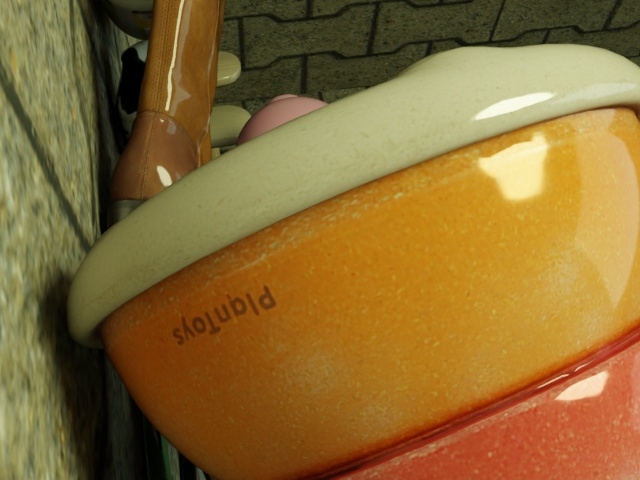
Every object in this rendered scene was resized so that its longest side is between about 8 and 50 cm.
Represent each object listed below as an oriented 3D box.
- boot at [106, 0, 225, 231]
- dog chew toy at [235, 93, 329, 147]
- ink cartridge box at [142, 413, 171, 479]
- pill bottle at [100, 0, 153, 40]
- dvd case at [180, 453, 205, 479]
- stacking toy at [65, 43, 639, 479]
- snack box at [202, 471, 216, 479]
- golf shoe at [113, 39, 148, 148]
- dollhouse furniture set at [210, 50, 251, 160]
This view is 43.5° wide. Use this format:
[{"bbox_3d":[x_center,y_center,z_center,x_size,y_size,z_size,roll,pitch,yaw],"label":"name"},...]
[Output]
[{"bbox_3d":[-0.126,-0.102,0.723,0.264,0.096,0.281,52,42,-79],"label":"boot"},{"bbox_3d":[0.000,0.000,0.807,0.207,0.206,0.332,98,-20,-65],"label":"dog chew toy"},{"bbox_3d":[-0.119,0.248,0.721,0.171,0.056,0.235,92,-10,-58],"label":"ink cartridge box"},{"bbox_3d":[-0.170,-0.257,0.795,0.184,0.103,0.103,-172,-105,-83],"label":"pill bottle"},{"bbox_3d":[-0.151,0.379,1.007,0.253,0.022,0.180,-106,-169,-52],"label":"dvd case"},{"bbox_3d":[0.095,0.171,0.446,0.350,0.350,0.480,117,-48,-78],"label":"stacking toy"},{"bbox_3d":[-0.092,0.151,0.720,0.174,0.070,0.207,137,-70,-76],"label":"snack box"},{"bbox_3d":[-0.176,-0.102,0.804,0.094,0.077,0.198,-25,115,-71],"label":"golf shoe"},{"bbox_3d":[-0.092,-0.002,1.071,0.394,0.256,0.362,-105,-170,-45],"label":"dollhouse furniture set"}]
